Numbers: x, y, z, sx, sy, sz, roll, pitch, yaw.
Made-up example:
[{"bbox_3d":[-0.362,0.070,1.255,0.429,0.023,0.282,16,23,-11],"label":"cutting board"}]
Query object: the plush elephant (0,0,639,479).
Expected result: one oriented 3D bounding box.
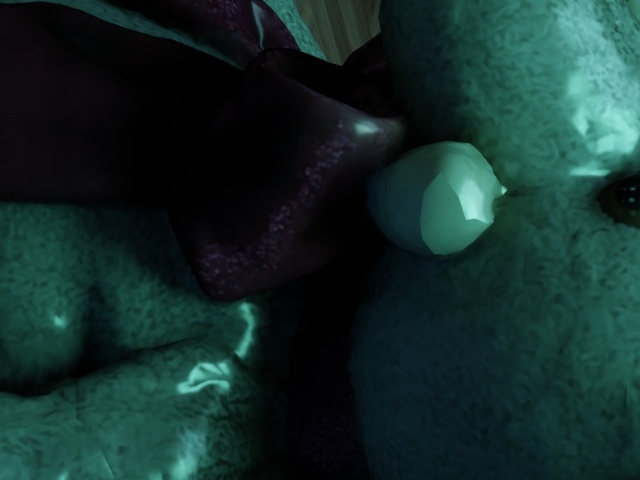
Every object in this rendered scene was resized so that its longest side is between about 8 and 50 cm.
[{"bbox_3d":[0.000,0.000,0.397,0.272,0.255,0.330,-46,119,-60],"label":"plush elephant"}]
